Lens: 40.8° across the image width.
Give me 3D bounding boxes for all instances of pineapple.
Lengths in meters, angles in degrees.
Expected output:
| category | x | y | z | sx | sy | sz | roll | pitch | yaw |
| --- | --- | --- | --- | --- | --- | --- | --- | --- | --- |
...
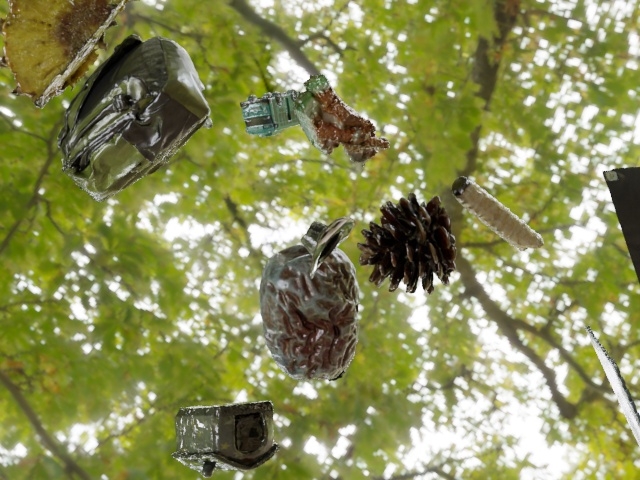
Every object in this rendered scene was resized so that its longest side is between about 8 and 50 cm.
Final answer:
| category | x | y | z | sx | sy | sz | roll | pitch | yaw |
| --- | --- | --- | --- | --- | --- | --- | --- | --- | --- |
| pineapple | -0.445 | -0.358 | 1.452 | 0.335 | 0.161 | 0.158 | -63 | 5 | -21 |

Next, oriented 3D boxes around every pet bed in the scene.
| category | x | y | z | sx | sy | sz | roll | pitch | yaw |
| --- | --- | --- | --- | --- | --- | --- | --- | --- | --- |
| pet bed | -0.212 | 0.442 | 1.903 | 0.183 | 0.210 | 0.159 | 3 | -102 | -39 |

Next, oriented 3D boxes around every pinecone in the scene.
| category | x | y | z | sx | sy | sz | roll | pitch | yaw |
| --- | --- | --- | --- | --- | --- | --- | --- | --- | --- |
| pinecone | 0.164 | 0.011 | 1.646 | 0.207 | 0.207 | 0.208 | -33 | -42 | -37 |

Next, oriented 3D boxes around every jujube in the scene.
| category | x | y | z | sx | sy | sz | roll | pitch | yaw |
| --- | --- | --- | --- | --- | --- | --- | --- | --- | --- |
| jujube | -0.020 | 0.158 | 1.903 | 0.226 | 0.226 | 0.317 | -31 | -57 | -39 |

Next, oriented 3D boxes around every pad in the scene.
| category | x | y | z | sx | sy | sz | roll | pitch | yaw |
| --- | --- | --- | --- | --- | --- | --- | --- | --- | --- |
| pad | 0.527 | 0.288 | 1.468 | 0.012 | 0.269 | 0.269 | -25 | 2 | 11 |
| pad | 0.446 | -0.011 | 1.132 | 0.116 | 0.193 | 0.004 | -7 | -20 | -18 |

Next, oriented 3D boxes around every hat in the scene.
| category | x | y | z | sx | sy | sz | roll | pitch | yaw |
| --- | --- | --- | --- | --- | --- | --- | --- | --- | --- |
| hat | 0.000 | 0.000 | 1.295 | 0.121 | 0.050 | 0.121 | -51 | -14 | -18 |

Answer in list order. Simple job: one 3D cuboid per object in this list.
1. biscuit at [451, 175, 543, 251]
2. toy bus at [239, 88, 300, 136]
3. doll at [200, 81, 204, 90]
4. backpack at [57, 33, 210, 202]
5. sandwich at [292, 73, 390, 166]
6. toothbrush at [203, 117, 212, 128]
| category | x | y | z | sx | sy | sz | roll | pitch | yaw |
| --- | --- | --- | --- | --- | --- | --- | --- | --- | --- |
| biscuit | 0.348 | -0.048 | 1.700 | 0.219 | 0.061 | 0.055 | 35 | -99 | -19 |
| toy bus | -0.103 | -0.278 | 1.879 | 0.160 | 0.079 | 0.092 | -29 | -68 | -62 |
| doll | -0.299 | -0.267 | 1.563 | 0.094 | 0.180 | 0.079 | -43 | -56 | -68 |
| backpack | -0.287 | -0.180 | 1.275 | 0.253 | 0.207 | 0.140 | -41 | -54 | 12 |
| sandwich | 0.034 | -0.228 | 1.716 | 0.109 | 0.160 | 0.185 | -46 | -33 | -2 |
| toothbrush | -0.281 | -0.292 | 1.733 | 0.026 | 0.263 | 0.022 | -15 | -47 | -28 |
